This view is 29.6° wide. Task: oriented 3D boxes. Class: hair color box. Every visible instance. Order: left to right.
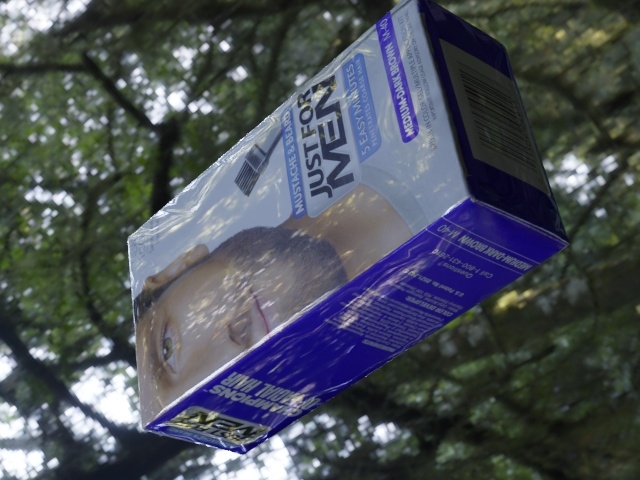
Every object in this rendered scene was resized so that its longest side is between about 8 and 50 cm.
[{"bbox_3d":[0.000,0.000,0.888,0.110,0.339,0.185,21,-136,-37],"label":"hair color box"}]
